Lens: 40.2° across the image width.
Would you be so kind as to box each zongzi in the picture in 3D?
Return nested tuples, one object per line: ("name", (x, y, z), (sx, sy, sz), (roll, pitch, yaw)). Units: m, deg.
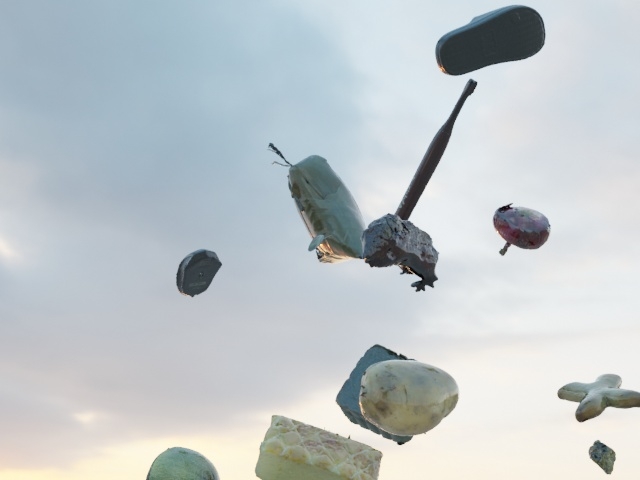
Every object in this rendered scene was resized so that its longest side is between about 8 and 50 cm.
("zongzi", (0.010, -0.133, 2.642), (0.181, 0.447, 0.418), (-28, 5, -6))

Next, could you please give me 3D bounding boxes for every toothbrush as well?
("toothbrush", (0.245, -0.185, 1.888), (0.041, 0.041, 0.364), (13, -65, -29))

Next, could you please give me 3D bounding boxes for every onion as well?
("onion", (0.489, -0.013, 2.170), (0.150, 0.150, 0.140), (8, -58, -17))

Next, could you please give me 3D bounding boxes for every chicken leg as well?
("chicken leg", (0.122, 0.014, 1.318), (0.063, 0.105, 0.234), (-29, -31, 25))

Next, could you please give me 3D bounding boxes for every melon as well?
("melon", (-0.263, 0.457, 1.733), (0.128, 0.079, 0.160), (0, 11, 29))

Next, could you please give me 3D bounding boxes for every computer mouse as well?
("computer mouse", (-0.305, 0.073, 2.147), (0.099, 0.057, 0.172), (-8, -38, -32))

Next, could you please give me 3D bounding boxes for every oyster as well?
("oyster", (0.614, 0.467, 1.898), (0.051, 0.093, 0.034), (-39, -60, -3))

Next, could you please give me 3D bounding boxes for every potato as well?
("potato", (0.161, 0.294, 1.649), (0.235, 0.161, 0.128), (-20, -36, -54))

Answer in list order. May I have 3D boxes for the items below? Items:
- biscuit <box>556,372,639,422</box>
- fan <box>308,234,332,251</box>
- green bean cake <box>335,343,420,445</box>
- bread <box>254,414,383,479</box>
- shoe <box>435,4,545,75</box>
("biscuit", (0.644, 0.358, 2.018), (0.164, 0.047, 0.208), (-17, 4, 3))
("fan", (-0.007, 0.007, 2.265), (0.003, 0.060, 0.080), (46, -22, -23))
("green bean cake", (0.148, 0.332, 1.874), (0.181, 0.173, 0.094), (16, -34, 36))
("bread", (-0.003, 0.339, 1.335), (0.188, 0.068, 0.125), (20, 15, 3))
("shoe", (0.318, -0.391, 1.696), (0.241, 0.108, 0.093), (-21, 24, -17))
